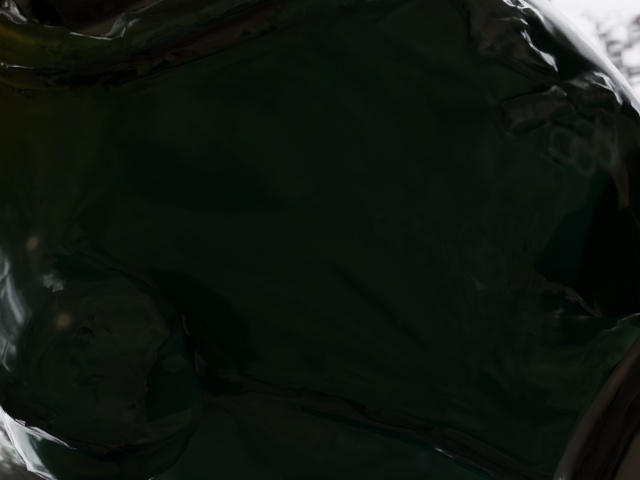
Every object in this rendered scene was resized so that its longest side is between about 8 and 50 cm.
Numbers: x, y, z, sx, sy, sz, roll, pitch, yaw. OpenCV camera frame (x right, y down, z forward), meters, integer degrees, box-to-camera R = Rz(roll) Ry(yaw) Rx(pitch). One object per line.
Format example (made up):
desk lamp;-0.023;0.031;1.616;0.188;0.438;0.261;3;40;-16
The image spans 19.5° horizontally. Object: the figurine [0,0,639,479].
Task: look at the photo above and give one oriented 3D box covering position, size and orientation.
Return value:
figurine;0.000;0.000;0.607;0.323;0.340;0.231;-16;-58;-46
